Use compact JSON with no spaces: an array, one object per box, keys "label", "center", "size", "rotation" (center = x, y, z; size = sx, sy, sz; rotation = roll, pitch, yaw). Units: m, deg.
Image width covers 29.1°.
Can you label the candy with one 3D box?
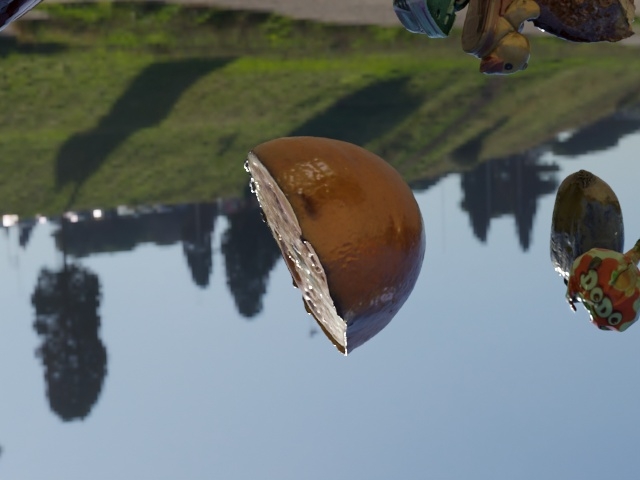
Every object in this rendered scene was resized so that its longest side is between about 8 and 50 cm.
[{"label":"candy","center":[0.220,0.004,0.838],"size":[0.049,0.055,0.185],"rotation":[-25,-172,44]}]

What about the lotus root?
[{"label":"lotus root","center":[0.323,-0.009,1.485],"size":[0.081,0.179,0.089],"rotation":[-26,-137,-25]}]

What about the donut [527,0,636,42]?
[{"label":"donut","center":[0.228,-0.331,1.324],"size":[0.151,0.295,0.112],"rotation":[-23,-179,32]}]

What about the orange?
[{"label":"orange","center":[0.003,0.001,1.491],"size":[0.274,0.274,0.310],"rotation":[3,173,33]}]

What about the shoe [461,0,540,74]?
[{"label":"shoe","center":[0.185,-0.222,1.229],"size":[0.069,0.109,0.072],"rotation":[12,151,-25]}]

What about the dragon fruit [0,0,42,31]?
[{"label":"dragon fruit","center":[-0.171,-0.183,0.389],"size":[0.245,0.298,0.244],"rotation":[-16,157,-7]}]

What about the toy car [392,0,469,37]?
[{"label":"toy car","center":[0.109,-0.312,1.209],"size":[0.076,0.224,0.090],"rotation":[2,162,24]}]
